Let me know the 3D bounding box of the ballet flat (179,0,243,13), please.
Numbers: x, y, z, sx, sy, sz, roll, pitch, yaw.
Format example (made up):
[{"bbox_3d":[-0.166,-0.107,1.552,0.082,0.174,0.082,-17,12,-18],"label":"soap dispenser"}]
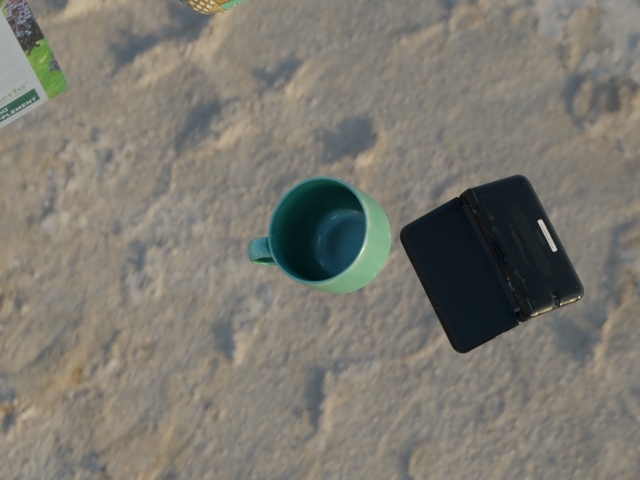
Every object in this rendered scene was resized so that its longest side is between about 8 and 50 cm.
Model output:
[{"bbox_3d":[-0.043,-0.225,0.876,0.073,0.067,0.206,1,88,-64],"label":"ballet flat"}]

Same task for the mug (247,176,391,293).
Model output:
[{"bbox_3d":[0.007,-0.007,1.914,0.157,0.129,0.097,22,0,30],"label":"mug"}]

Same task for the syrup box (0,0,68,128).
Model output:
[{"bbox_3d":[-0.233,-0.152,0.948,0.093,0.237,0.096,-32,70,-8],"label":"syrup box"}]

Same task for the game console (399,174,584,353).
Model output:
[{"bbox_3d":[0.147,0.019,1.388,0.107,0.071,0.122,-17,76,-35],"label":"game console"}]
